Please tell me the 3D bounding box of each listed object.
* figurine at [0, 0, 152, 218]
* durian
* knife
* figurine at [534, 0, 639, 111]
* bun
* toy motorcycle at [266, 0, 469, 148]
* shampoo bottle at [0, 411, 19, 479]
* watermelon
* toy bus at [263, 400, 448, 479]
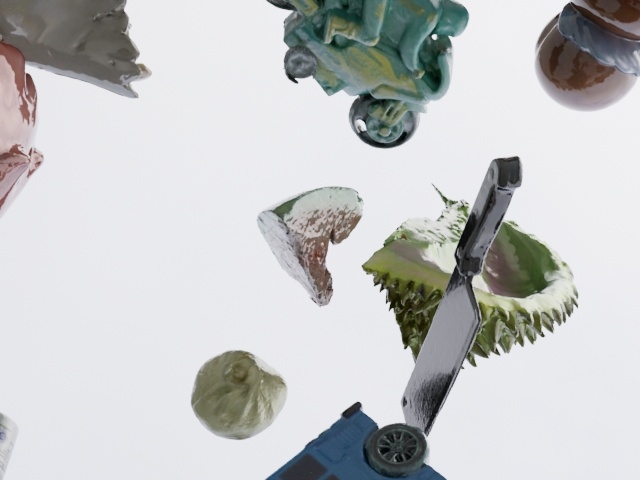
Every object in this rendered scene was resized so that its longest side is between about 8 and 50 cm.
[{"bbox_3d":[-0.225,-0.095,0.702,0.166,0.207,0.387,14,-109,56],"label":"figurine"},{"bbox_3d":[0.158,0.031,1.211,0.157,0.355,0.169,-22,-84,19],"label":"durian"},{"bbox_3d":[0.100,0.053,0.862,0.072,0.019,0.245,-103,-156,-52],"label":"knife"},{"bbox_3d":[0.328,-0.315,1.295,0.248,0.388,0.277,-10,-100,10],"label":"figurine"},{"bbox_3d":[-0.073,0.129,1.053,0.086,0.055,0.086,-4,-135,4],"label":"bun"},{"bbox_3d":[0.058,-0.230,1.342,0.198,0.296,0.109,-27,-146,25],"label":"toy motorcycle"},{"bbox_3d":[-0.493,0.376,1.639,0.092,0.092,0.303,-19,-136,30],"label":"shampoo bottle"},{"bbox_3d":[-0.006,-0.009,1.047,0.101,0.155,0.080,-35,-126,4],"label":"watermelon"},{"bbox_3d":[0.054,0.182,0.631,0.106,0.090,0.184,-33,-130,-29],"label":"toy bus"}]
